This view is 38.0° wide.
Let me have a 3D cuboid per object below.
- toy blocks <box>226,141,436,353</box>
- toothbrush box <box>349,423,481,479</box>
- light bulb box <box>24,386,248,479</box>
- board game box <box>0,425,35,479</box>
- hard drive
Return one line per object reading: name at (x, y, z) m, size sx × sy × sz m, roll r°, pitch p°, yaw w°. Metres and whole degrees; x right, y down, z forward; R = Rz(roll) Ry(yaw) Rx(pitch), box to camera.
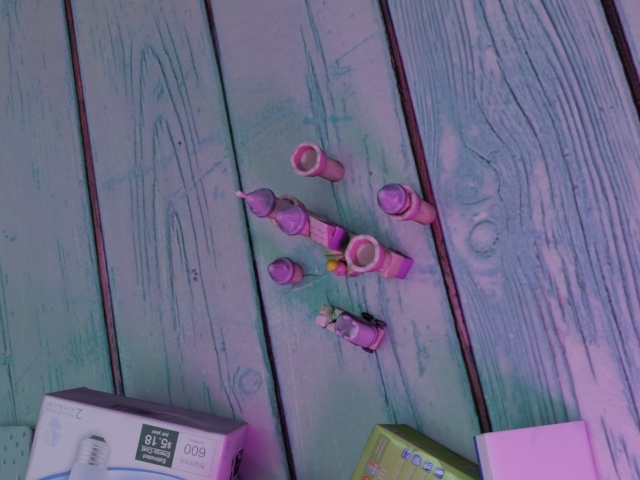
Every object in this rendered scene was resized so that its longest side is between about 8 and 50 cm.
toy blocks at (0.000, 0.000, 1.656) m, size 0.288 × 0.260 × 0.309 m, roll 27°, pitch 95°, yaw 31°
toothbrush box at (0.187, 0.458, 1.542) m, size 0.283 × 0.122 × 0.206 m, roll 24°, pitch 93°, yaw 32°
light bulb box at (-0.354, 0.490, 1.733) m, size 0.358 × 0.225 × 0.361 m, roll 10°, pitch 86°, yaw 8°
board game box at (-0.795, 0.628, 2.137) m, size 0.390 × 0.050 × 0.390 m, roll -9°, pitch 76°, yaw 30°
hard drive at (0.350, 0.443, 1.404) m, size 0.040 × 0.210 × 0.319 m, roll -32°, pitch 63°, yaw 54°
